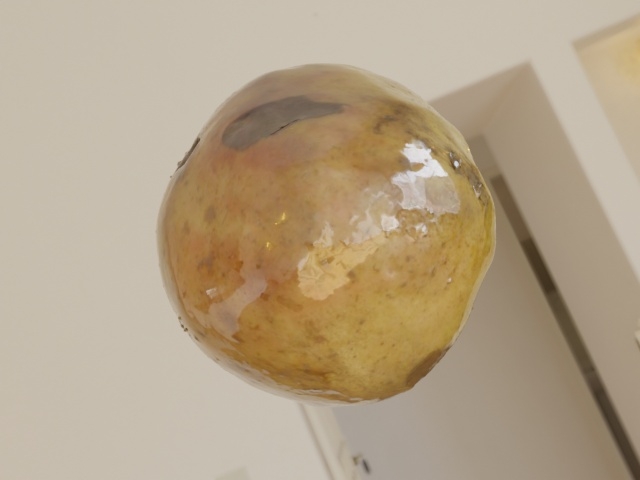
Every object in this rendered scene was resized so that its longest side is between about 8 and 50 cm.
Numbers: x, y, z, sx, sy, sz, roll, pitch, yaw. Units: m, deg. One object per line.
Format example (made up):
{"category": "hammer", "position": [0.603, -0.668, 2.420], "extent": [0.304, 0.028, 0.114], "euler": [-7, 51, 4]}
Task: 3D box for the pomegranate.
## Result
{"category": "pomegranate", "position": [0.000, 0.000, 0.688], "extent": [0.281, 0.281, 0.281], "euler": [-23, -9, -4]}
